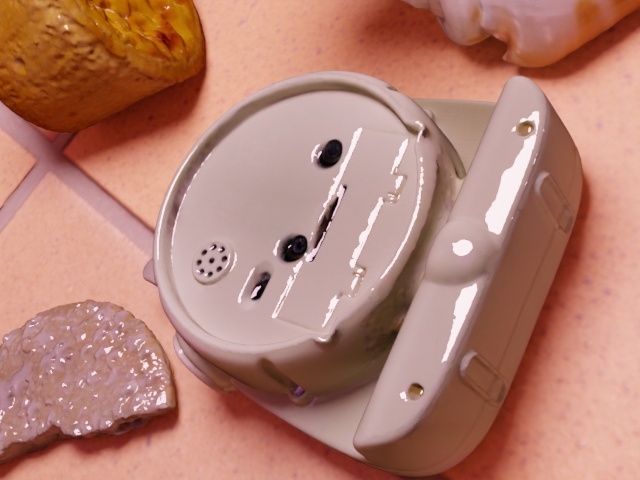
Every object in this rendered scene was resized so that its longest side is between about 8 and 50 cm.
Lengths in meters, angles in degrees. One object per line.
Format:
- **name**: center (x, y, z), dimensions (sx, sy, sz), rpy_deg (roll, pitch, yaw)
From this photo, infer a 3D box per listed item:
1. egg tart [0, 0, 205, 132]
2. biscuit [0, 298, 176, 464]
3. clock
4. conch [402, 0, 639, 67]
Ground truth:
- **egg tart**: center (-0.218, -0.197, 0.891), dimensions (0.147, 0.202, 0.203), rpy_deg (-32, 53, 30)
- **biscuit**: center (-0.227, 0.116, 0.821), dimensions (0.249, 0.032, 0.133), rpy_deg (-20, 56, 23)
- **clock**: center (0.000, 0.000, 0.696), dimensions (0.324, 0.108, 0.265), rpy_deg (14, 74, 35)
- **conch**: center (0.167, -0.228, 0.701), dimensions (0.255, 0.127, 0.158), rpy_deg (-28, 54, 16)
